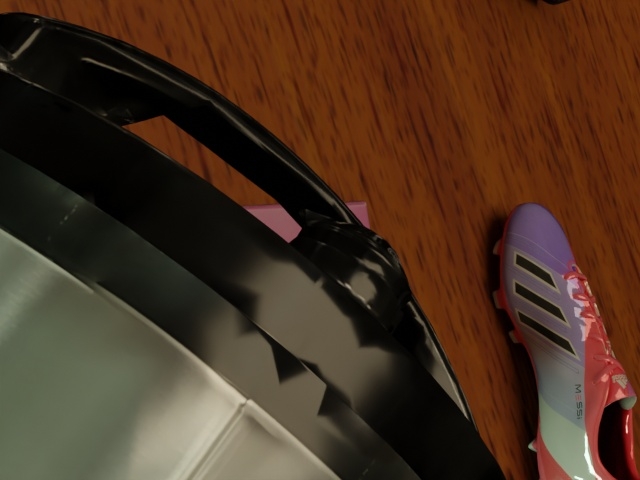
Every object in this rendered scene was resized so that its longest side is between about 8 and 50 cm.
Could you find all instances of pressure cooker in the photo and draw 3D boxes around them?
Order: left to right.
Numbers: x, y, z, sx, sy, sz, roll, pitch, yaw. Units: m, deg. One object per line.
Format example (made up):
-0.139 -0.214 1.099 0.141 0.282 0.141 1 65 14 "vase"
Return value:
-0.122 0.132 0.707 0.420 0.375 0.370 -53 156 -18 "pressure cooker"

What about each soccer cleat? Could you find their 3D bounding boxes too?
0.200 0.089 1.314 0.083 0.095 0.248 -2 82 -46 "soccer cleat"

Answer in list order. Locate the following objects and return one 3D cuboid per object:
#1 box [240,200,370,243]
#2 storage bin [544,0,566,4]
-0.064 0.105 1.019 0.213 0.117 0.243 -3 82 -47 "box"
0.227 -0.279 1.373 0.084 0.180 0.122 23 64 -42 "storage bin"
